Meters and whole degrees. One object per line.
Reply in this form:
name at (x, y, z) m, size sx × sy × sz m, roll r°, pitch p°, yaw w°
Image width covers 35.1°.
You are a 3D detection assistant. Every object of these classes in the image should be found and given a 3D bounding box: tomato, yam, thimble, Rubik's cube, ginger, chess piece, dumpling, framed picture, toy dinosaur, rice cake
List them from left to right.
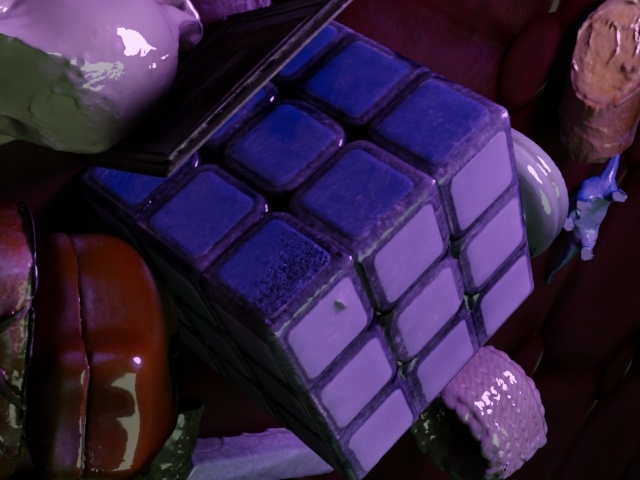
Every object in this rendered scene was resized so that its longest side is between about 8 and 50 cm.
tomato at (-0.314, 0.073, 0.812) m, size 0.155 × 0.181 × 0.214 m, roll 2°, pitch 101°, yaw -19°
dumpling at (-0.206, -0.135, 0.816) m, size 0.258 × 0.147 × 0.193 m, roll -25°, pitch 166°, yaw -43°
yam at (-0.196, 0.254, 1.160) m, size 0.107 × 0.107 × 0.183 m, roll -1°, pitch 115°, yaw -49°
framed picture at (-0.098, -0.134, 0.853) m, size 0.217 × 0.274 × 0.017 m, roll -47°, pitch 113°, yaw -15°
rice cake at (-0.092, 0.292, 1.348) m, size 0.336 × 0.063 × 0.066 m, roll 5°, pitch 111°, yaw -52°
Rubik's cube at (0.000, 0.000, 1.013) m, size 0.305 × 0.301 × 0.303 m, roll -44°, pitch 144°, yaw -15°
chess piece at (0.153, -0.001, 1.276) m, size 0.299 × 0.195 × 0.194 m, roll -37°, pitch 141°, yaw -28°
thimble at (0.244, 0.273, 1.595) m, size 0.150 × 0.219 × 0.219 m, roll -34°, pitch 140°, yaw -29°
toy dinosaur at (0.448, -0.050, 1.696) m, size 0.144 × 0.076 × 0.329 m, roll -54°, pitch 164°, yaw -70°
ginger at (0.438, -0.242, 1.494) m, size 0.275 × 0.130 × 0.221 m, roll -59°, pitch 156°, yaw 3°

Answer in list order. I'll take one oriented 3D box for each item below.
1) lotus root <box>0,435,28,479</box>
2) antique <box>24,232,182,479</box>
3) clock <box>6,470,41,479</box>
lotus root at (-0.338, 0.197, 0.961) m, size 0.108 × 0.094 × 0.190 m, roll -20°, pitch 150°, yaw 10°
antique at (-0.200, 0.106, 0.892) m, size 0.129 × 0.278 × 0.223 m, roll 2°, pitch 98°, yaw -21°
clock at (-0.350, 0.350, 1.109) m, size 0.215 × 0.042 × 0.215 m, roll -30°, pitch 138°, yaw -32°
